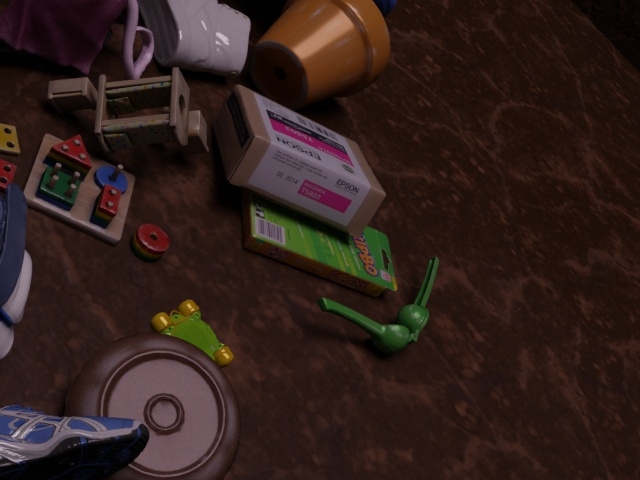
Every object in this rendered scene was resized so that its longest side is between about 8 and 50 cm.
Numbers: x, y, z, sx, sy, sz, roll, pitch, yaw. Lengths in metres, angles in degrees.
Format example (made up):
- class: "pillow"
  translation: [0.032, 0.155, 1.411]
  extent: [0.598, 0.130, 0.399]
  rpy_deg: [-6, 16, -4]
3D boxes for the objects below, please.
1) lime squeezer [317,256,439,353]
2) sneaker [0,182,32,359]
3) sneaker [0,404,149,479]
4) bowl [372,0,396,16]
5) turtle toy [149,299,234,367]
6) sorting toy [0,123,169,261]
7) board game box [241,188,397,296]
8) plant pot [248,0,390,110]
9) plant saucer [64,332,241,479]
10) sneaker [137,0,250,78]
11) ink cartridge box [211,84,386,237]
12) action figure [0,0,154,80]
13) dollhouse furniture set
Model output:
- class: "lime squeezer"
  translation: [0.108, 0.107, 1.483]
  extent: [0.310, 0.059, 0.110]
  rpy_deg: [-17, 67, -51]
- class: "sneaker"
  translation: [-0.367, 0.034, 0.966]
  extent: [0.323, 0.130, 0.236]
  rpy_deg: [-99, 163, -68]
- class: "sneaker"
  translation: [-0.272, 0.194, 0.980]
  extent: [0.211, 0.080, 0.081]
  rpy_deg: [-3, 46, -27]
- class: "bowl"
  translation: [-0.027, -0.542, 1.846]
  extent: [0.391, 0.077, 0.391]
  rpy_deg: [43, -5, 5]
- class: "turtle toy"
  translation: [-0.171, 0.133, 1.179]
  extent: [0.095, 0.066, 0.130]
  rpy_deg: [53, 37, 9]
- class: "sorting toy"
  translation: [-0.311, -0.081, 1.289]
  extent: [0.275, 0.046, 0.132]
  rpy_deg: [27, 38, -21]
- class: "board game box"
  translation: [0.000, 0.000, 1.514]
  extent: [0.259, 0.039, 0.124]
  rpy_deg: [20, 41, -25]
- class: "plant pot"
  translation: [-0.016, -0.320, 1.716]
  extent: [0.205, 0.205, 0.188]
  rpy_deg: [45, 50, 4]
- class: "plant saucer"
  translation: [-0.173, 0.190, 1.083]
  extent: [0.199, 0.036, 0.198]
  rpy_deg: [11, 63, -23]
- class: "sneaker"
  translation: [-0.212, -0.393, 1.675]
  extent: [0.169, 0.108, 0.292]
  rpy_deg: [8, 57, -41]
- class: "ink cartridge box"
  translation: [-0.036, -0.122, 1.524]
  extent: [0.235, 0.088, 0.193]
  rpy_deg: [23, 22, -26]
- class: "action figure"
  translation: [-0.294, -0.385, 1.341]
  extent: [0.276, 0.370, 0.248]
  rpy_deg: [28, 36, -18]
- class: "dollhouse furniture set"
  translation: [-0.264, -0.146, 1.392]
  extent: [0.161, 0.182, 0.101]
  rpy_deg: [68, 19, -64]
